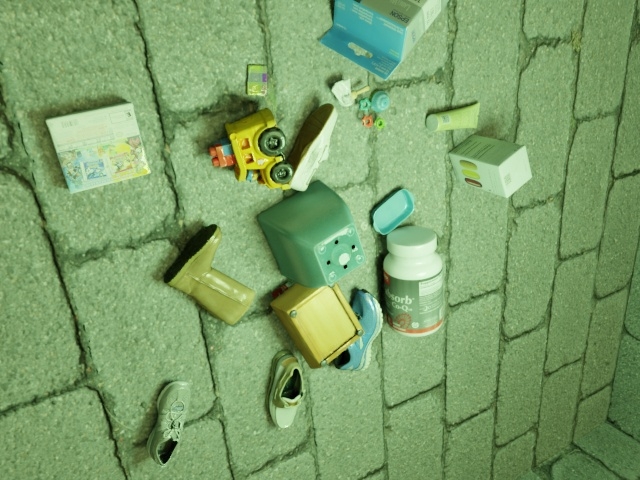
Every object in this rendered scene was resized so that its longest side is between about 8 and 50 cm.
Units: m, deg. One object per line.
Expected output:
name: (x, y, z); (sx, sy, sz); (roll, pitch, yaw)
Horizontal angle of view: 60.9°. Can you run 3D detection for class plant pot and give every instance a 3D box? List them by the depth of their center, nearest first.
plant pot: (0.000, 0.000, 1.668); (0.248, 0.252, 0.247); (-32, 122, -18)

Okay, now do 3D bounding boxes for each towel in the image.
towel: (-0.178, -0.447, 1.525); (0.060, 0.009, 0.083); (-8, 112, -29)

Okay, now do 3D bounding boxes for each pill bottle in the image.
pill bottle: (0.333, 0.145, 1.961); (0.210, 0.210, 0.363); (-19, 118, -24)

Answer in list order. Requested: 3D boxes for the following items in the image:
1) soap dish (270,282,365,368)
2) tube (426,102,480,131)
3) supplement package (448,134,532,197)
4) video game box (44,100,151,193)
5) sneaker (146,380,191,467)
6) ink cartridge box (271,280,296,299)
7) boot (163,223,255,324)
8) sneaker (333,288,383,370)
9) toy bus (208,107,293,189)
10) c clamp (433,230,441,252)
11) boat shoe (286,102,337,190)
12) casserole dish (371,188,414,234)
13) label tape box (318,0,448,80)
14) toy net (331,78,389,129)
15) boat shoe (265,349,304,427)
soap dish: (0.002, 0.257, 1.787); (0.229, 0.118, 0.291); (-36, 113, -15)
tube: (0.476, -0.426, 1.917); (0.240, 0.062, 0.070); (-16, 161, -31)
supplement package: (0.600, -0.269, 1.936); (0.134, 0.244, 0.139); (-37, 123, -15)
video game box: (-0.549, -0.233, 1.358); (0.205, 0.048, 0.187); (-19, 116, -24)
sneaker: (-0.458, 0.573, 1.699); (0.105, 0.115, 0.281); (9, 104, -34)
ink cartridge box: (-0.101, 0.172, 1.812); (0.115, 0.029, 0.063); (-32, 123, -18)
boot: (-0.298, 0.104, 1.633); (0.236, 0.089, 0.269); (-47, 127, 6)
sneaker: (0.122, 0.331, 1.956); (0.147, 0.130, 0.330); (-2, 110, -34)
toy bus: (-0.198, -0.235, 1.528); (0.211, 0.149, 0.220); (-20, 122, -9)
c clamp: (0.396, 0.019, 2.064); (0.160, 0.022, 0.137); (-27, 121, -20)
boat shoe: (-0.018, -0.278, 1.645); (0.096, 0.098, 0.277); (22, 104, -39)
casserole dish: (0.251, -0.105, 1.915); (0.188, 0.037, 0.114); (-39, 125, -12)
label tape box: (0.182, -0.656, 1.509); (0.348, 0.249, 0.115); (-52, 161, -5)
toy net: (0.118, -0.429, 1.699); (0.232, 0.045, 0.122); (10, 105, -33)
boat shoe: (-0.120, 0.540, 1.904); (0.113, 0.103, 0.302); (-11, 115, -28)
